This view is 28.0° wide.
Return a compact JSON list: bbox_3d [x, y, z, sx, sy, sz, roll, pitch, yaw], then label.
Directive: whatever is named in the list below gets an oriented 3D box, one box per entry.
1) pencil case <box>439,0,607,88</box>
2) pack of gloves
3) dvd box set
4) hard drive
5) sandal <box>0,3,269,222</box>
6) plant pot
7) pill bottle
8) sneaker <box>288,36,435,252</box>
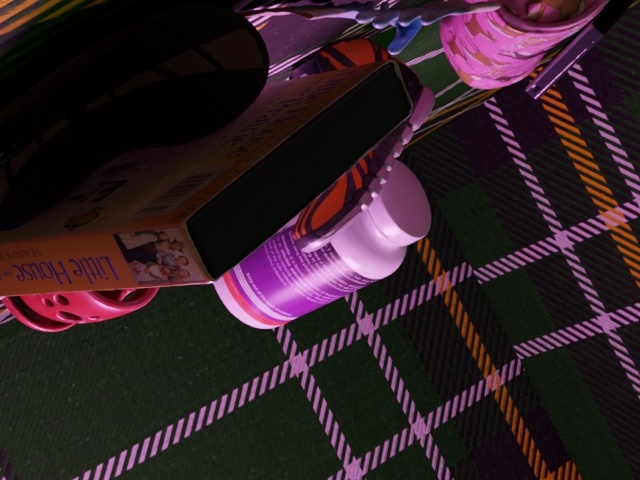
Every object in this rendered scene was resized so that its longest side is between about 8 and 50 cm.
[{"bbox_3d":[0.240,-0.293,1.566,0.167,0.160,0.386,-23,178,-4],"label":"pencil case"},{"bbox_3d":[0.057,-0.220,1.322,0.195,0.046,0.232,4,-166,25],"label":"pack of gloves"},{"bbox_3d":[-0.160,-0.052,1.198,0.420,0.062,0.307,-6,-153,42],"label":"dvd box set"},{"bbox_3d":[0.303,-0.229,1.499,0.094,0.022,0.135,-46,180,-39],"label":"hard drive"},{"bbox_3d":[-0.192,-0.123,1.136,0.303,0.120,0.086,-26,-154,-2],"label":"sandal"},{"bbox_3d":[-0.336,0.023,1.742,0.174,0.191,0.191,-18,-176,36],"label":"plant pot"},{"bbox_3d":[0.000,0.000,1.903,0.323,0.181,0.181,-26,179,34],"label":"pill bottle"},{"bbox_3d":[0.011,-0.142,1.714,0.124,0.180,0.321,-28,-155,53],"label":"sneaker"}]
